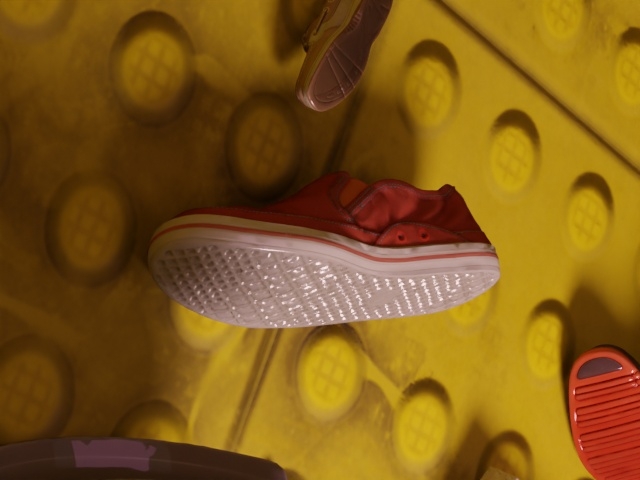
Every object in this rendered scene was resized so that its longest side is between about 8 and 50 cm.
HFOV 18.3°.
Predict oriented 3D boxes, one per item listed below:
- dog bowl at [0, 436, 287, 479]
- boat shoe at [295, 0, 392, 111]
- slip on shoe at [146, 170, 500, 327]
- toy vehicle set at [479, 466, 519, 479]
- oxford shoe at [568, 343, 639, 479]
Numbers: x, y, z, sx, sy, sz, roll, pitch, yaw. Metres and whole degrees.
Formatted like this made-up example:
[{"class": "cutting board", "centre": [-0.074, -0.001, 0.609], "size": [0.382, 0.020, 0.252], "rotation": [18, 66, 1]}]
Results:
[{"class": "dog bowl", "centre": [-0.087, 0.236, 1.299], "size": [0.348, 0.348, 0.102], "rotation": [-1, 107, -46]}, {"class": "boat shoe", "centre": [0.012, -0.156, 1.565], "size": [0.135, 0.045, 0.050], "rotation": [-59, 138, -30]}, {"class": "slip on shoe", "centre": [0.000, 0.000, 1.535], "size": [0.331, 0.123, 0.101], "rotation": [0, 61, -41]}, {"class": "toy vehicle set", "centre": [0.175, 0.347, 1.766], "size": [0.166, 0.035, 0.267], "rotation": [-50, 127, -20]}, {"class": "oxford shoe", "centre": [0.307, 0.190, 1.888], "size": [0.271, 0.097, 0.098], "rotation": [62, 28, -30]}]
